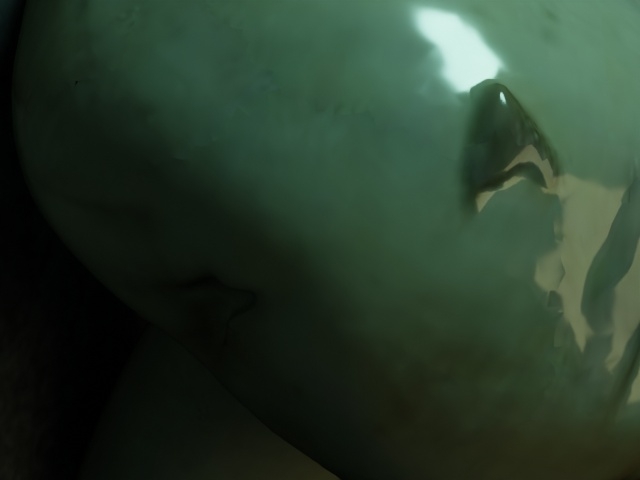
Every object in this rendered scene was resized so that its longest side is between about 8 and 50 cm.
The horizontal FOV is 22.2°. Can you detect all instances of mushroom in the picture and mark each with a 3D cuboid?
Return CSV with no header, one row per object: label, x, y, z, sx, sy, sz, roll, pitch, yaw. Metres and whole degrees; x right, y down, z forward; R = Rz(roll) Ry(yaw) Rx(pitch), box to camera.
mushroom,0.000,0.000,0.628,0.336,0.314,0.314,-54,168,27
